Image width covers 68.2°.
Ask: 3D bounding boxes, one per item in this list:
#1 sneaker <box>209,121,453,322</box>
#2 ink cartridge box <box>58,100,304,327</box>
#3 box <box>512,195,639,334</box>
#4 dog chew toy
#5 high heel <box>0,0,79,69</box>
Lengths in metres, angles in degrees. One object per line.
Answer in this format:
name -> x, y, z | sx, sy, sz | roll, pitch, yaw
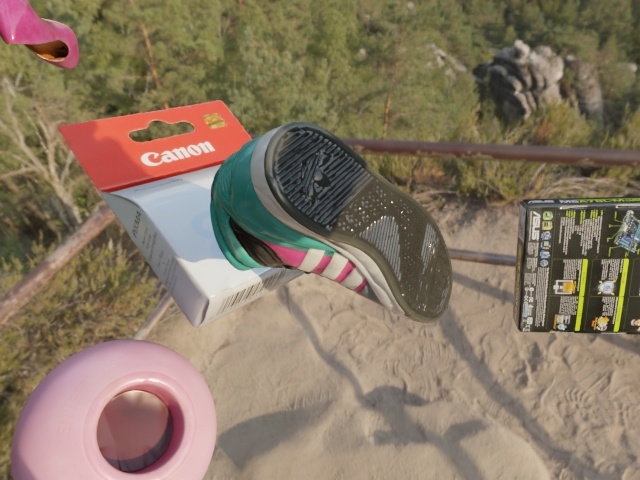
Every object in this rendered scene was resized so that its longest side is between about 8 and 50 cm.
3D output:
sneaker -> 0.000, 0.000, 0.498 | 0.178, 0.295, 0.123 | 0, 60, 47
ink cartridge box -> -0.155, -0.095, 0.720 | 0.308, 0.091, 0.385 | -26, 70, -41
box -> 0.368, 0.036, 0.646 | 0.184, 0.190, 0.045 | -2, 19, 9
dog chew toy -> -0.266, 0.245, 0.585 | 0.332, 0.207, 0.206 | -34, 22, 48
high heel -> -0.441, -0.305, 0.749 | 0.082, 0.244, 0.117 | -10, 83, -13
